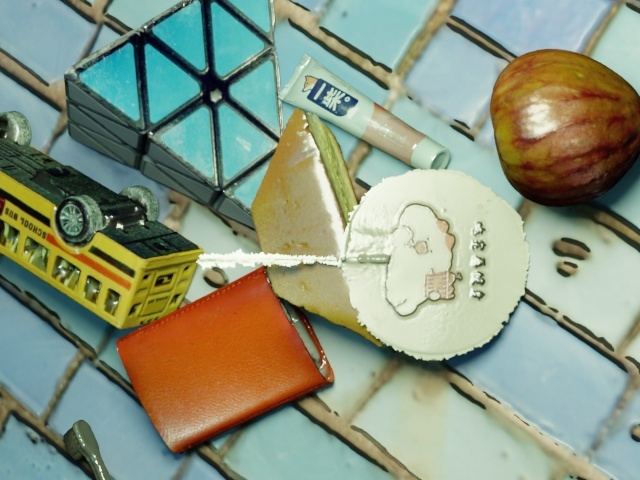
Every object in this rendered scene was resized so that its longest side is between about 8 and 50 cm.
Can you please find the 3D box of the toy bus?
[{"bbox_3d":[-0.293,-0.028,1.847,0.335,0.121,0.123,29,113,26],"label":"toy bus"}]

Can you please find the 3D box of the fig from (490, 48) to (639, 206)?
[{"bbox_3d":[0.242,-0.102,1.573,0.149,0.202,0.148,-33,49,59],"label":"fig"}]

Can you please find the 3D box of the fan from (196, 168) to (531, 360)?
[{"bbox_3d":[0.043,0.020,1.644,0.329,0.009,0.191,2,83,-1],"label":"fan"}]

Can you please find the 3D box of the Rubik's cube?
[{"bbox_3d":[-0.154,-0.150,1.768,0.228,0.233,0.228,-4,39,-8],"label":"Rubik's cube"}]

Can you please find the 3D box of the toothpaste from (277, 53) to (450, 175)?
[{"bbox_3d":[0.044,-0.126,1.727,0.205,0.036,0.056,33,87,29],"label":"toothpaste"}]

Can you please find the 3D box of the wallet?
[{"bbox_3d":[-0.102,0.126,1.762,0.204,0.045,0.142,-27,95,23],"label":"wallet"}]

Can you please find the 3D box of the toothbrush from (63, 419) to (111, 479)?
[{"bbox_3d":[-0.211,0.331,1.826,0.030,0.030,0.297,-37,70,29],"label":"toothbrush"}]

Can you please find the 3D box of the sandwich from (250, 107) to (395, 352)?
[{"bbox_3d":[0.000,0.000,1.706,0.096,0.094,0.258,-20,79,22],"label":"sandwich"}]
